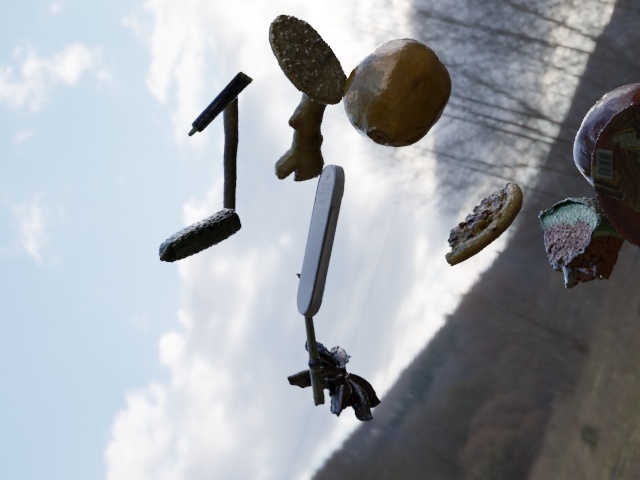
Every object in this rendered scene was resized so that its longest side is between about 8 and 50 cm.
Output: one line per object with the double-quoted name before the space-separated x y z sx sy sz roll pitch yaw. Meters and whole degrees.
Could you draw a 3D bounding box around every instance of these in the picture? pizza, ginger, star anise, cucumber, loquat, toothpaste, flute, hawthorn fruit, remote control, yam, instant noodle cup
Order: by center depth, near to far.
"remote control" 0.000 0.000 1.530 0.077 0.022 0.245 -167 88 -68
"toothpaste" -0.163 -0.214 1.533 0.140 0.021 0.037 -43 -32 16
"instant noodle cup" 0.538 -0.083 1.542 0.091 0.274 0.274 128 166 -70
"flute" -0.016 0.170 1.669 0.027 0.027 0.233 -2 -96 -74
"loquat" 0.143 -0.278 1.788 0.234 0.187 0.176 -59 -6 -27
"hawthorn fruit" 0.641 -0.197 1.929 0.261 0.258 0.258 -20 -41 -21
"pizza" 0.342 -0.037 2.011 0.246 0.058 0.127 -39 15 -12
"cucumber" -0.269 -0.005 2.085 0.293 0.067 0.068 -32 -42 -58
"ginger" -0.020 -0.260 2.133 0.118 0.065 0.299 -1 -57 -29
"star anise" 0.042 0.369 2.501 0.129 0.282 0.212 -56 -26 14
"yam" -0.234 -0.215 2.507 0.045 0.045 0.327 -10 -76 -58

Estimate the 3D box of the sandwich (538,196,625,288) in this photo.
"sandwich" 0.621 -0.004 2.257 0.292 0.109 0.212 133 140 -70

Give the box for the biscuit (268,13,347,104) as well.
"biscuit" -0.024 -0.367 1.963 0.033 0.220 0.220 -35 9 34
